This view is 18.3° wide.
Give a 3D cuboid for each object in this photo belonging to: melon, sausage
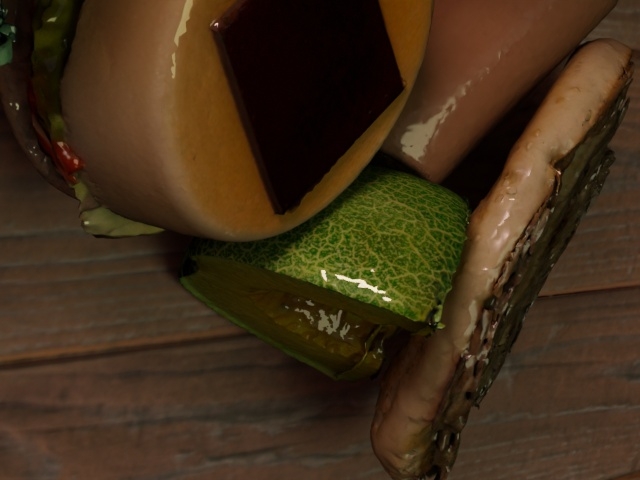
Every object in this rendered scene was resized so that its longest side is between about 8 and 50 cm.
[{"bbox_3d":[0.000,0.000,1.379,0.265,0.169,0.129,137,-25,-74],"label":"melon"},{"bbox_3d":[0.098,-0.136,1.450,0.253,0.123,0.123,-45,139,-18],"label":"sausage"}]

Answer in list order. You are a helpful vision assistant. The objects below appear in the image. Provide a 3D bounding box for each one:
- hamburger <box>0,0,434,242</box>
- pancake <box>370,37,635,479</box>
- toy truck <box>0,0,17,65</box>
[{"bbox_3d":[-0.066,-0.142,1.225,0.302,0.170,0.302,-31,133,-39],"label":"hamburger"},{"bbox_3d":[0.142,0.026,1.543,0.382,0.071,0.382,-59,168,-20],"label":"pancake"},{"bbox_3d":[-0.248,-0.135,1.097,0.154,0.078,0.080,-9,114,-10],"label":"toy truck"}]
